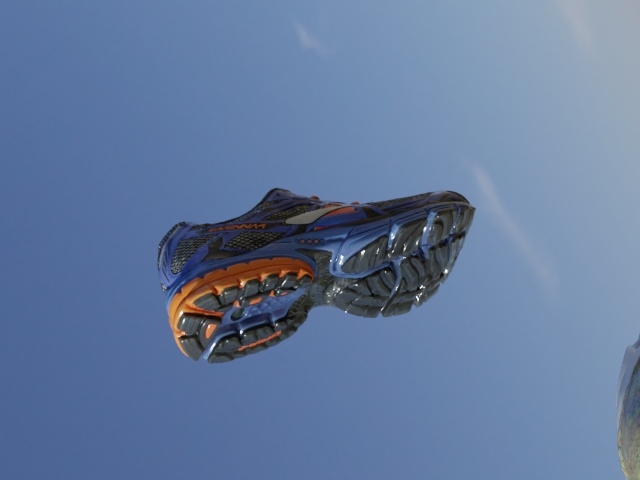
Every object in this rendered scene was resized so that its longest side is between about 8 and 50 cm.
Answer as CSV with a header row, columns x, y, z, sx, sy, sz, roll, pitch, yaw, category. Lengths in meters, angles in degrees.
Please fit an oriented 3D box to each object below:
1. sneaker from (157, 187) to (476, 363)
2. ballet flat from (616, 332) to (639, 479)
x,y,z,sx,sy,sz,roll,pitch,yaw,category
0.000,0.000,0.757,0.221,0.083,0.087,-12,-132,-29,sneaker
0.210,0.075,0.591,0.348,0.123,0.123,1,-121,-47,ballet flat
